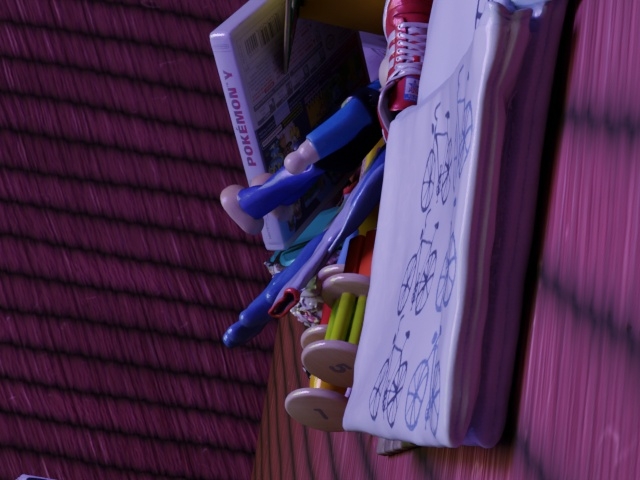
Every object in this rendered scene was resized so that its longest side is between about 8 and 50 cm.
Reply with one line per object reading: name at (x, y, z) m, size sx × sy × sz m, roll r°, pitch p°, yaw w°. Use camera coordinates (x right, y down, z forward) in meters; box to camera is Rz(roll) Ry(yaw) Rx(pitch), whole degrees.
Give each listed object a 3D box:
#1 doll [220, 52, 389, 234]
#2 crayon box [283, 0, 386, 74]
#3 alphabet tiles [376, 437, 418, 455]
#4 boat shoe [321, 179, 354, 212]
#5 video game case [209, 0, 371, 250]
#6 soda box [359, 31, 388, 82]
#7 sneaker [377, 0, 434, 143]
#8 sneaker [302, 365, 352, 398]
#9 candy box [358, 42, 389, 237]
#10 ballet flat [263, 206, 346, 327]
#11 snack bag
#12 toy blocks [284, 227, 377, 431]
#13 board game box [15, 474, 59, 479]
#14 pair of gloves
doll at (0.011, -0.068, 1.284) m, size 0.189 × 0.046 × 0.129 m, roll -38°, pitch -8°, yaw 37°
crayon box at (0.041, -0.296, 1.398) m, size 0.202 × 0.081 × 0.319 m, roll 92°, pitch -169°, yaw -71°
alphabet tiles at (0.063, 0.000, 1.057) m, size 0.198 × 0.009 × 0.237 m, roll 116°, pitch 163°, yaw -80°
boat shoe at (0.002, -0.039, 1.830) m, size 0.081 × 0.068 × 0.228 m, roll -45°, pitch 9°, yaw 4°
video game case at (-0.014, -0.118, 1.490) m, size 0.201 × 0.023 × 0.183 m, roll -50°, pitch -48°, yaw -52°
soda box at (0.010, -0.172, 1.793) m, size 0.286 × 0.098 × 0.091 m, roll -88°, pitch 9°, yaw -74°
sneaker at (0.058, -0.113, 1.185) m, size 0.067 × 0.042 × 0.118 m, roll -69°, pitch -18°, yaw -84°
sneaker at (0.005, 0.108, 1.478) m, size 0.109 × 0.043 × 0.040 m, roll -89°, pitch 11°, yaw -61°
candy box at (0.054, -0.106, 1.383) m, size 0.105 × 0.027 × 0.206 m, roll -84°, pitch 5°, yaw -52°
ballet flat at (0.003, 0.030, 1.495) m, size 0.241 × 0.091 × 0.077 m, roll -71°, pitch -41°, yaw -80°
snack bag at (0.066, -0.074, 0.875) m, size 0.323 × 0.037 × 0.343 m, roll 145°, pitch 135°, yaw -84°
toy blocks at (0.023, 0.038, 1.256) m, size 0.123 × 0.054 × 0.148 m, roll 109°, pitch 176°, yaw -58°
board game box at (-0.041, 0.173, 0.678) m, size 0.305 × 0.193 × 0.053 m, roll -91°, pitch 12°, yaw -77°
pair of gloves at (0.000, 0.000, 1.287) m, size 0.159 × 0.023 × 0.198 m, roll -52°, pitch 3°, yaw -25°
